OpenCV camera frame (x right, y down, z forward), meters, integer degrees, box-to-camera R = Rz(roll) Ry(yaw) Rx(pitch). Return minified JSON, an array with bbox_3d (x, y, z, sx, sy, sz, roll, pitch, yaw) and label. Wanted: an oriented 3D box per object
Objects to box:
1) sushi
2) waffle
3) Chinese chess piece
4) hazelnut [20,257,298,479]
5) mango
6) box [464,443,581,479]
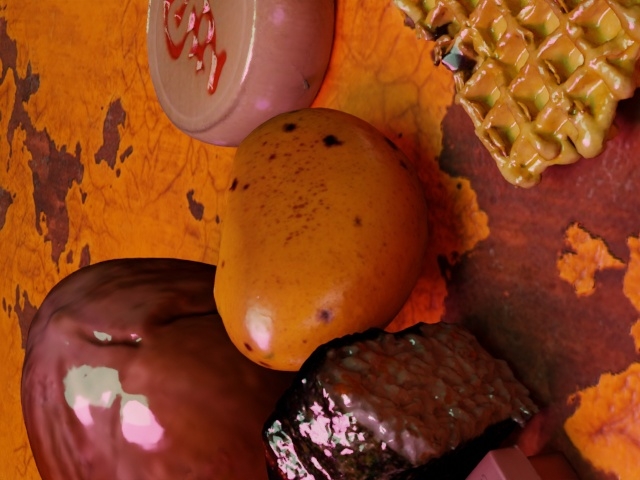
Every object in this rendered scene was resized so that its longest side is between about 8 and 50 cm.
[{"bbox_3d":[0.062,0.144,0.893,0.136,0.225,0.126,49,130,31],"label":"sushi"},{"bbox_3d":[0.163,-0.198,0.898,0.283,0.065,0.309,9,94,51],"label":"waffle"},{"bbox_3d":[-0.094,-0.237,1.214,0.273,0.102,0.273,0,90,53],"label":"Chinese chess piece"},{"bbox_3d":[-0.129,0.176,1.077,0.372,0.372,0.315,18,69,52],"label":"hazelnut"},{"bbox_3d":[0.000,0.000,0.986,0.160,0.191,0.290,89,-171,-45],"label":"mango"},{"bbox_3d":[0.164,0.307,0.873,0.215,0.086,0.215,59,133,35],"label":"box"}]
